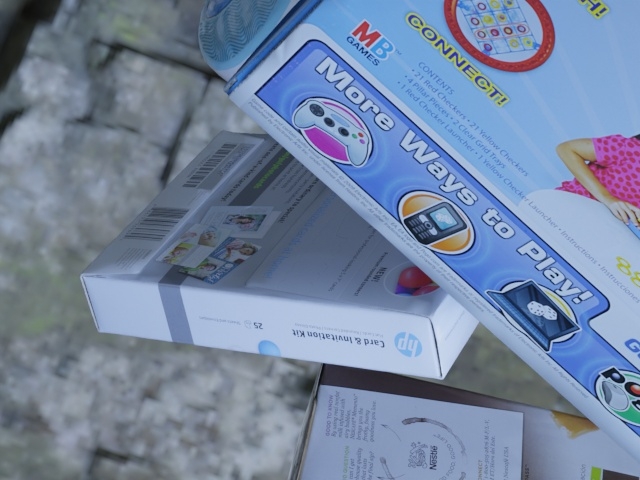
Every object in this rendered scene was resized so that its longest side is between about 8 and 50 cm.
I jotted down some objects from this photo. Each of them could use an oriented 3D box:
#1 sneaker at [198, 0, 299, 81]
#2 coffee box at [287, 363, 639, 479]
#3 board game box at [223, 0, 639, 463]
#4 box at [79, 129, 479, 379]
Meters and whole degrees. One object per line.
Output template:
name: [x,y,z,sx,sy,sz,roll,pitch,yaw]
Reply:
sneaker: [0.044,-0.146,1.036,0.208,0.319,0.127,40,122,-18]
coffee box: [0.102,0.172,1.023,0.246,0.098,0.141,13,145,-1]
board game box: [0.161,-0.042,0.581,0.308,0.086,0.302,42,144,-8]
box: [0.000,0.000,0.784,0.186,0.145,0.038,4,125,28]
